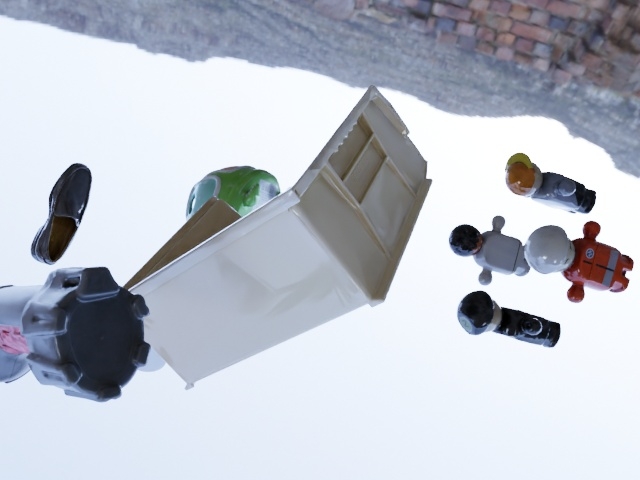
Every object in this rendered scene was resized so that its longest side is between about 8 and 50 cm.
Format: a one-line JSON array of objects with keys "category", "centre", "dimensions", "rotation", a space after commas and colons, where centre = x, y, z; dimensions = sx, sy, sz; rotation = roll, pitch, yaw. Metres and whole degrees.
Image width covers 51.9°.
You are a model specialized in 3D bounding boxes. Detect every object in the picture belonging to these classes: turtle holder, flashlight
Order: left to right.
[{"category": "flashlight", "centre": [-0.250, 0.087, 0.572], "dimensions": [0.103, 0.304, 0.103], "rotation": [45, -120, -31]}, {"category": "turtle holder", "centre": [-0.222, -0.038, 1.699], "dimensions": [0.227, 0.321, 0.243], "rotation": [15, -151, 28]}]

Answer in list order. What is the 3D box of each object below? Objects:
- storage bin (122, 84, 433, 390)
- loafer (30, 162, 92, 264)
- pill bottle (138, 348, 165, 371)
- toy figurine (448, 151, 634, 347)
[{"category": "storage bin", "centre": [-0.039, -0.008, 0.672], "dimensions": [0.123, 0.262, 0.260], "rotation": [51, -145, -14]}, {"category": "loafer", "centre": [-0.397, -0.040, 1.035], "dimensions": [0.062, 0.170, 0.061], "rotation": [21, 176, -40]}, {"category": "pill bottle", "centre": [-0.344, 0.169, 1.375], "dimensions": [0.117, 0.117, 0.215], "rotation": [10, -146, -8]}, {"category": "toy figurine", "centre": [0.271, 0.017, 0.871], "dimensions": [0.148, 0.213, 0.210], "rotation": [16, -135, -21]}]
